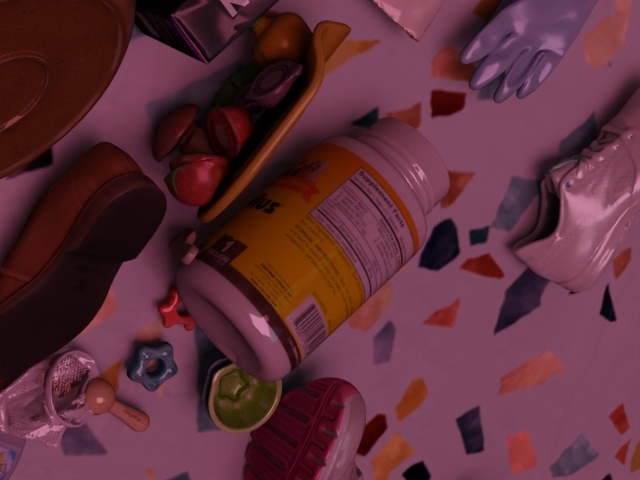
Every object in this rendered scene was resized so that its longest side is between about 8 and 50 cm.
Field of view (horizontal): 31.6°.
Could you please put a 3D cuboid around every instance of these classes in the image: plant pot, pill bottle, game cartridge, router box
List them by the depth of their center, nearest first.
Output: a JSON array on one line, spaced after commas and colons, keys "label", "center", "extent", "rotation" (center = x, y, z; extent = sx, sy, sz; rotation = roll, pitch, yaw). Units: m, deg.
[{"label": "plant pot", "center": [-0.206, -0.097, 0.699], "extent": [0.236, 0.032, 0.236], "rotation": [-37, 165, -11]}, {"label": "router box", "center": [-0.048, -0.205, 0.776], "extent": [0.179, 0.133, 0.046], "rotation": [-43, 122, -7]}, {"label": "game cartridge", "center": [-0.263, 0.170, 0.869], "extent": [0.056, 0.017, 0.083], "rotation": [29, 93, -37]}, {"label": "pill bottle", "center": [0.000, 0.000, 0.877], "extent": [0.215, 0.117, 0.117], "rotation": [-42, 123, -21]}]

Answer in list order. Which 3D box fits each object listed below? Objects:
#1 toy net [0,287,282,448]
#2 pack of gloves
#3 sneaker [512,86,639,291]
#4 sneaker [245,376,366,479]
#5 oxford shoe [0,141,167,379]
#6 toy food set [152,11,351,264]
[{"label": "toy net", "center": [-0.139, 0.104, 0.884], "extent": [0.232, 0.045, 0.122], "rotation": [-8, 113, -30]}, {"label": "pack of gloves", "center": [0.150, -0.245, 0.935], "extent": [0.195, 0.046, 0.232], "rotation": [37, 85, -22]}, {"label": "sneaker", "center": [0.251, -0.060, 1.030], "extent": [0.094, 0.080, 0.212], "rotation": [25, 96, -21]}, {"label": "sneaker", "center": [-0.005, 0.233, 0.989], "extent": [0.111, 0.103, 0.252], "rotation": [6, 112, -34]}, {"label": "oxford shoe", "center": [-0.197, 0.019, 0.823], "extent": [0.212, 0.076, 0.076], "rotation": [-47, 147, 12]}, {"label": "toy food set", "center": [-0.069, -0.087, 0.824], "extent": [0.071, 0.128, 0.218], "rotation": [37, 94, -12]}]
